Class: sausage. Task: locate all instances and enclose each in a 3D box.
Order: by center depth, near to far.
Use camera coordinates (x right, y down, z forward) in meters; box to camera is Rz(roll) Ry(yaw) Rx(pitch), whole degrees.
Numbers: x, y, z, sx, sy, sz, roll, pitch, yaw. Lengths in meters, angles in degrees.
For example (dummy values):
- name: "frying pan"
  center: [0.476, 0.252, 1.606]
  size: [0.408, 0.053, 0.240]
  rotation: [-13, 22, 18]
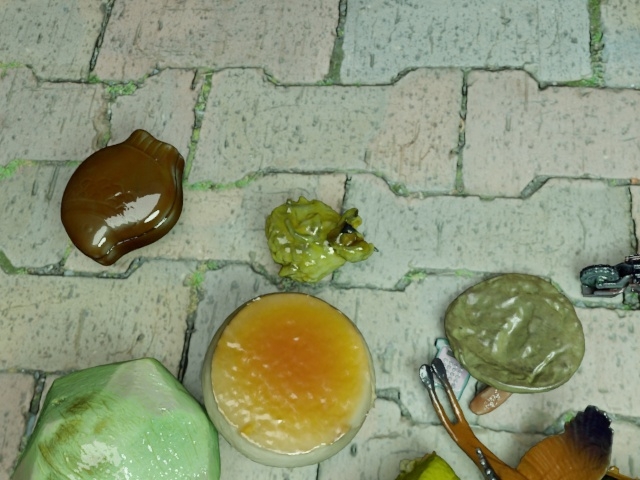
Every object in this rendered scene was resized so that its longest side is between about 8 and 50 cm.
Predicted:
- name: "sausage"
  center: [0.339, 0.244, 1.036]
  size: [0.186, 0.043, 0.043]
  rotation: [-42, 72, -10]

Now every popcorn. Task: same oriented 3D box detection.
- name: "popcorn"
  center: [-0.002, -0.007, 1.108]
  size: [0.195, 0.173, 0.168]
  rotation: [-16, 48, 9]

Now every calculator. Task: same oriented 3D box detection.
- name: "calculator"
  center: [0.248, 0.220, 1.065]
  size: [0.094, 0.019, 0.141]
  rotation: [23, 75, 16]

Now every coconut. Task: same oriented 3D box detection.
- name: "coconut"
  center: [-0.332, 0.344, 0.939]
  size: [0.328, 0.281, 0.328]
  rotation: [0, 67, -1]

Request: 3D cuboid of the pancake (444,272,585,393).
- name: "pancake"
  center: [0.344, 0.161, 1.036]
  size: [0.241, 0.050, 0.242]
  rotation: [-6, 57, 9]

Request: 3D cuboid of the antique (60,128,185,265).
- name: "antique"
  center: [-0.390, -0.083, 1.171]
  size: [0.223, 0.129, 0.278]
  rotation: [23, 75, 13]

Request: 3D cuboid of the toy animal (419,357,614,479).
- name: "toy animal"
  center: [0.277, 0.374, 0.929]
  size: [0.225, 0.284, 0.302]
  rotation: [-17, 104, -26]

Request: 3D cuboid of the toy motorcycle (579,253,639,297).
- name: "toy motorcycle"
  center: [0.580, 0.077, 1.044]
  size: [0.213, 0.122, 0.082]
  rotation: [-1, 47, 18]

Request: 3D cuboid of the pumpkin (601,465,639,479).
- name: "pumpkin"
  center: [0.522, 0.470, 0.821]
  size: [0.256, 0.303, 0.225]
  rotation: [18, 77, -28]

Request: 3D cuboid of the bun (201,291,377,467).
- name: "bun"
  center: [-0.053, 0.243, 1.007]
  size: [0.298, 0.165, 0.299]
  rotation: [3, 63, -6]

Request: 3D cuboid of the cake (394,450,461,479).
- name: "cake"
  center: [0.123, 0.460, 0.908]
  size: [0.260, 0.179, 0.156]
  rotation: [-39, 71, -9]
